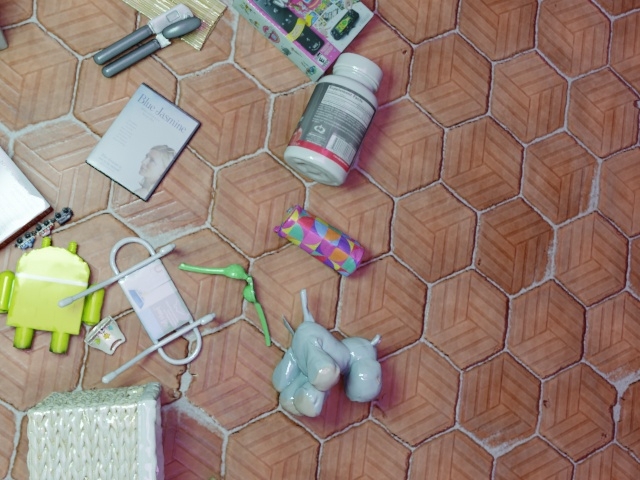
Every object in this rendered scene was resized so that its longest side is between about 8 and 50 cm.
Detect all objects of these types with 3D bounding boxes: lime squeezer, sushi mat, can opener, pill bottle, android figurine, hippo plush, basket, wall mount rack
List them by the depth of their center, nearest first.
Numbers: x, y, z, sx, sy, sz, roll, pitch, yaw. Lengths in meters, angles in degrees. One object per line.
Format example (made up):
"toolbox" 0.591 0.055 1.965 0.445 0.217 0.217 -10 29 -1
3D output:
"basket" -0.486 0.503 1.633 0.266 0.328 0.331 -3 87 -10
"android figurine" -0.650 0.129 1.755 0.248 0.056 0.273 8 84 -13
"wall mount rack" -0.437 0.169 1.763 0.304 0.130 0.350 -30 93 -17
"can opener" -0.436 -0.505 1.835 0.280 0.093 0.074 -32 110 -6
"hippo plush" 0.027 0.325 1.864 0.236 0.234 0.294 14 39 -30
"lime squeezer" -0.209 0.132 1.866 0.310 0.059 0.110 43 77 -8
"sushi mat" -0.411 -0.639 1.896 0.316 0.019 0.151 32 80 -9
"pill bottle" 0.044 -0.318 1.903 0.176 0.176 0.318 27 80 -11

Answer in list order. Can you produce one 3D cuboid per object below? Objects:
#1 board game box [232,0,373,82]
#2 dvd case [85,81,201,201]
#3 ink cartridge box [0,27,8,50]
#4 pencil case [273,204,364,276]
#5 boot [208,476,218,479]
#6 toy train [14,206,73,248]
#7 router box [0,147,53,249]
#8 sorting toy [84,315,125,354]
"board game box" -0.047 -0.613 1.947 0.303 0.097 0.224 41 77 -7
"dvd case" -0.446 -0.249 1.855 0.180 0.022 0.253 34 78 -9
"ink cartridge box" -0.828 -0.558 1.637 0.131 0.306 0.226 -28 92 -15
"pencil case" 0.000 0.000 1.911 0.236 0.104 0.104 32 79 -8
"boot" -0.196 0.734 1.806 0.211 0.104 0.295 7 89 -19
"toy train" -0.672 -0.026 1.779 0.158 0.027 0.036 -37 106 -15
"router box" -0.859 -0.113 1.709 0.301 0.082 0.335 -41 96 -14
"sorting toy" -0.521 0.237 1.789 0.083 0.045 0.075 -47 104 -13
